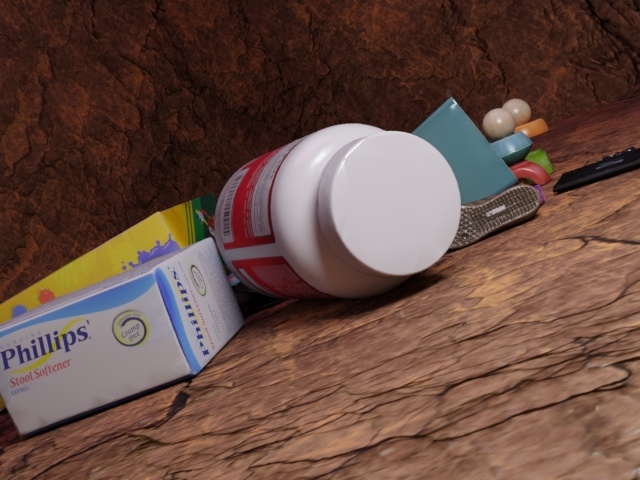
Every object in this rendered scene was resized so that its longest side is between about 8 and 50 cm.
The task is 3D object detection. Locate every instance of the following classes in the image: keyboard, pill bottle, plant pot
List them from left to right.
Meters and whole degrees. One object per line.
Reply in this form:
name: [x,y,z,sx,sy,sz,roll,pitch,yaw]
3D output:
pill bottle: [0.014,-0.033,1.270,0.229,0.229,0.407,-24,6,-22]
plant pot: [0.174,-0.090,1.503,0.234,0.165,0.166,-38,-3,11]
keyboard: [0.459,-0.116,1.448,0.180,0.023,0.108,-18,13,33]

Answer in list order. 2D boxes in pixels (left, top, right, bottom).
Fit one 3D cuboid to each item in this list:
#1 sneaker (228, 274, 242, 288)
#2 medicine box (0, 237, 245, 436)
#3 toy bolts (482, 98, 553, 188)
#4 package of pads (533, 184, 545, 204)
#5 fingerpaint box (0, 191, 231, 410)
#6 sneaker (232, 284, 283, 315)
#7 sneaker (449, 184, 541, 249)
sneaker: [-0.252,0.064,1.992,0.261,0.125,0.104,-21,5,8]
medicine box: [-0.277,0.125,1.298,0.263,0.149,0.289,-21,5,11]
toy bolts: [0.333,-0.169,1.755,0.218,0.158,0.228,-21,5,12]
package of pads: [0.299,-0.056,1.426,0.083,0.032,0.050,-19,8,33]
fingerpaint box: [-0.382,0.097,1.657,0.444,0.163,0.371,-30,4,10]
sneaker: [-0.131,0.099,1.554,0.089,0.051,0.170,-25,10,-36]
sneaker: [0.227,-0.026,1.341,0.188,0.066,0.071,-16,-11,8]
